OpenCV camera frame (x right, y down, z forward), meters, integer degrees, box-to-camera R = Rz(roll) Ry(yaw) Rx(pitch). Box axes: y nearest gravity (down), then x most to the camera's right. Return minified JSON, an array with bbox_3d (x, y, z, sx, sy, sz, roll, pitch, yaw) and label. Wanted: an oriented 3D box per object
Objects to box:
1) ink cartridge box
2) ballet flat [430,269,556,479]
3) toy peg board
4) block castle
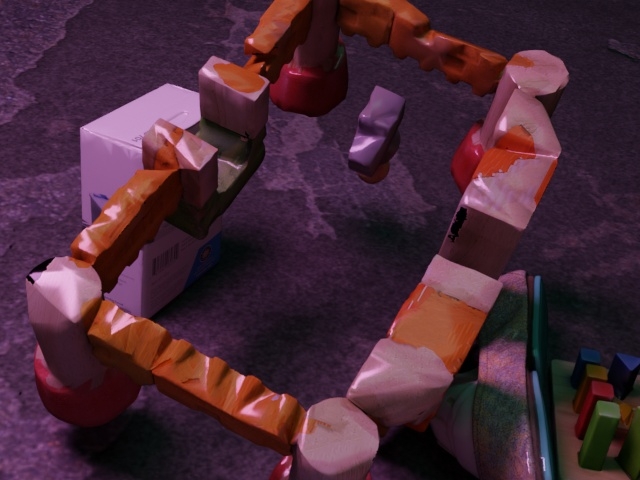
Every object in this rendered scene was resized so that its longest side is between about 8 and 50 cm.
[{"bbox_3d":[-0.161,-0.039,0.911,0.082,0.191,0.139,20,34,21],"label":"ink cartridge box"},{"bbox_3d":[0.151,0.136,0.819,0.106,0.107,0.316,-7,25,15],"label":"ballet flat"},{"bbox_3d":[0.295,0.152,0.821,0.161,0.079,0.160,11,34,4],"label":"toy peg board"},{"bbox_3d":[0.000,0.000,0.784,0.303,0.213,0.453,26,59,10],"label":"block castle"}]
